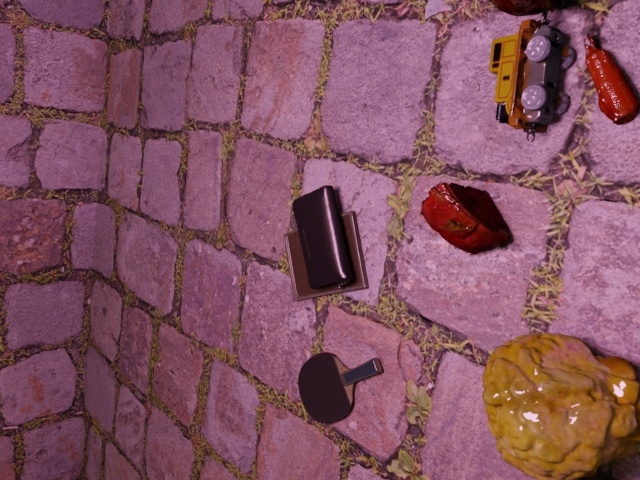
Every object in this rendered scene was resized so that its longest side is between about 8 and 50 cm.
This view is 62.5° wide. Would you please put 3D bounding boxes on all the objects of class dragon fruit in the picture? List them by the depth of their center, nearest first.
[{"bbox_3d":[0.254,-0.032,0.989,0.120,0.161,0.127,-41,53,36],"label":"dragon fruit"}]

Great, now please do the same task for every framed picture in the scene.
[{"bbox_3d":[0.004,0.046,1.325,0.260,0.023,0.189,-17,80,44],"label":"framed picture"}]

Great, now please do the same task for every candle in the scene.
[{"bbox_3d":[0.455,-0.263,0.849,0.053,0.048,0.162,-41,63,57],"label":"candle"}]

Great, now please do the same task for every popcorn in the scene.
[{"bbox_3d":[0.380,0.270,0.838,0.259,0.259,0.212,39,132,37],"label":"popcorn"}]

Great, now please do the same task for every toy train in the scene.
[{"bbox_3d":[0.359,-0.283,0.921,0.127,0.089,0.219,13,101,54],"label":"toy train"}]

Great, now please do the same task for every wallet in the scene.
[{"bbox_3d":[0.000,0.000,1.285,0.149,0.044,0.250,-19,80,46],"label":"wallet"}]

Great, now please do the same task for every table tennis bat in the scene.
[{"bbox_3d":[0.040,0.349,1.301,0.301,0.022,0.173,-37,65,40],"label":"table tennis bat"}]

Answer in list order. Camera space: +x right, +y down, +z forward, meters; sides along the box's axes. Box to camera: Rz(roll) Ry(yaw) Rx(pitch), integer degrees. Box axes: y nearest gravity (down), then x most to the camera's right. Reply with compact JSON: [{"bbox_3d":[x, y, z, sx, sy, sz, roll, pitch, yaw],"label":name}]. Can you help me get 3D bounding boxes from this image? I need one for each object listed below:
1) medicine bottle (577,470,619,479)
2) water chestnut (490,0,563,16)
[{"bbox_3d":[0.360,0.459,0.776,0.151,0.322,0.151,2,93,45],"label":"medicine bottle"},{"bbox_3d":[0.347,-0.475,0.826,0.238,0.223,0.224,16,103,31],"label":"water chestnut"}]
